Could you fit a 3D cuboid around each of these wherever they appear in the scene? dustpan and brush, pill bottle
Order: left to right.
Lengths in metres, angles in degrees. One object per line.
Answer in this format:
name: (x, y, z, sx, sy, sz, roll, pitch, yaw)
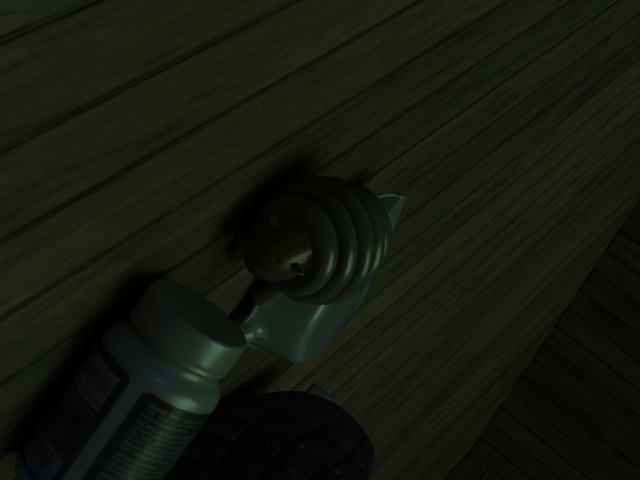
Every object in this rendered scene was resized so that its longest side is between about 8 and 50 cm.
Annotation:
pill bottle: (-0.107, 0.095, 0.745, 0.137, 0.078, 0.078, -53, 165, 10)
dustpan and brush: (-0.028, 0.053, 0.940, 0.211, 0.060, 0.147, -47, 164, -41)

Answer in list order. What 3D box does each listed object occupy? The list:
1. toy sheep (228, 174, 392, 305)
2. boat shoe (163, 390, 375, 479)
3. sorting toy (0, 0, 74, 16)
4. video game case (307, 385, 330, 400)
toy sheep: (0.000, 0.000, 0.825, 0.132, 0.091, 0.091, -21, 147, -52)
boat shoe: (-0.105, 0.234, 1.027, 0.355, 0.132, 0.130, -25, 161, -40)
sorting toy: (-0.104, -0.110, 0.343, 0.196, 0.047, 0.347, -31, 155, -51)
video game case: (-0.082, 0.268, 1.316, 0.227, 0.026, 0.206, -44, 163, -28)
